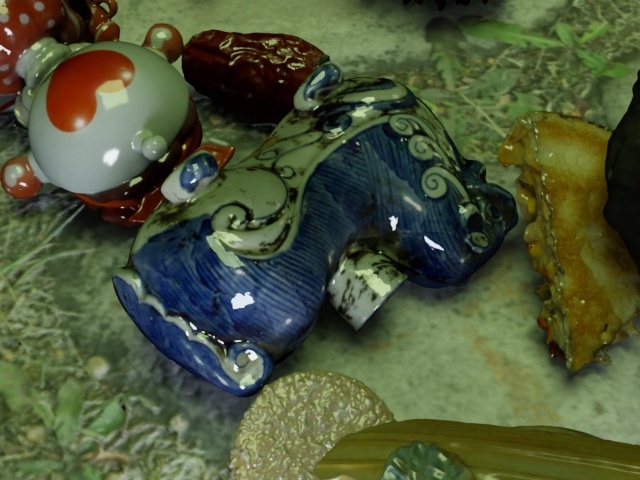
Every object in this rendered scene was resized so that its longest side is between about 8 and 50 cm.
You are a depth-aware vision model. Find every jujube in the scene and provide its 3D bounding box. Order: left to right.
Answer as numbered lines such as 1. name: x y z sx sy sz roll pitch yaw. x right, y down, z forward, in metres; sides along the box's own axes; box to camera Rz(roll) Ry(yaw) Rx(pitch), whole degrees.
1. jujube: -0.052 -0.137 1.055 0.129 0.077 0.077 17 50 12

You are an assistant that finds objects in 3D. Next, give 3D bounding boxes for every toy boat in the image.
1. toy boat: 0.141 0.158 0.613 0.310 0.089 0.115 9 44 19

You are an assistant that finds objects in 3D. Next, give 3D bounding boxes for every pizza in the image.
1. pizza: 0.194 0.013 0.933 0.188 0.062 0.199 30 60 -12

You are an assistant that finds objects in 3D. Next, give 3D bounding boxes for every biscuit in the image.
1. biscuit: 0.000 0.140 0.822 0.120 0.015 0.120 5 71 -16

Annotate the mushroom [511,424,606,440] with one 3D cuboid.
1. mushroom: 0.094 0.228 0.705 0.159 0.122 0.329 28 50 -2

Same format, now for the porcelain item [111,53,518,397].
1. porcelain item: 0.000 0.000 0.915 0.186 0.138 0.288 43 54 10

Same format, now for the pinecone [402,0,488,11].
1. pinecone: 0.092 -0.280 1.141 0.165 0.163 0.163 -9 47 14

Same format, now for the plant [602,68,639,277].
1. plant: 0.304 -0.064 0.879 0.204 0.178 0.234 -11 32 49

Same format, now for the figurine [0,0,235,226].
1. figurine: -0.167 -0.102 0.980 0.226 0.160 0.183 38 58 21
